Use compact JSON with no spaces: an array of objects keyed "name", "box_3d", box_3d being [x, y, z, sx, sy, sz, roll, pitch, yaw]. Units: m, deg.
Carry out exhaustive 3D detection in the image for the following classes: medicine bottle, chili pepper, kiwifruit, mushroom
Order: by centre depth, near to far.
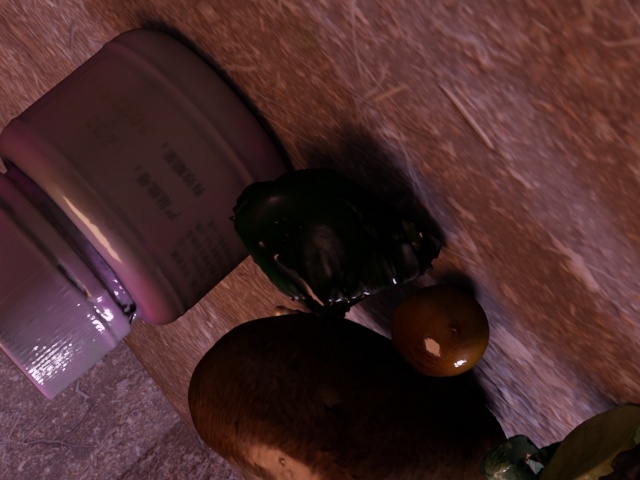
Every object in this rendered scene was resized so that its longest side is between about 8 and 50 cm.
[{"name":"chili pepper","box_3d":[0.005,-0.005,1.153,0.148,0.116,0.264,45,179,-2]},{"name":"kiwifruit","box_3d":[0.097,0.074,1.175,0.075,0.075,0.124,48,170,0]},{"name":"medicine bottle","box_3d":[-0.204,-0.023,1.338,0.241,0.302,0.241,45,166,14]},{"name":"mushroom","box_3d":[0.033,0.183,1.345,0.345,0.239,0.345,37,157,19]}]

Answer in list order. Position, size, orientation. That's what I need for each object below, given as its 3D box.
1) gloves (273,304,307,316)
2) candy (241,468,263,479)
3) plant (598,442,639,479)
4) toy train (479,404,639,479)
[{"name":"gloves","box_3d":[-0.012,0.158,1.670,0.164,0.124,0.203,12,126,31]},{"name":"candy","box_3d":[0.034,0.345,1.929,0.386,0.186,0.427,40,171,18]},{"name":"plant","box_3d":[0.284,0.230,0.866,0.274,0.146,0.149,50,-165,-9]},{"name":"toy train","box_3d":[0.249,0.263,1.073,0.307,0.126,0.189,50,147,-8]}]
